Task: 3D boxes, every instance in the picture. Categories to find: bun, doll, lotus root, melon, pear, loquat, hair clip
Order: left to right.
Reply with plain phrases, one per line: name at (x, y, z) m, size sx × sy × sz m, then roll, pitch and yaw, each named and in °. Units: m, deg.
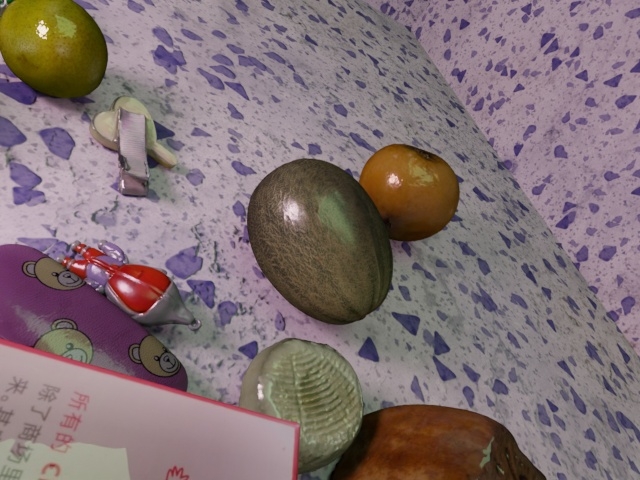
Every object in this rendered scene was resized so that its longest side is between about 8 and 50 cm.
pear at (-0.476, -0.370, 0.821) m, size 0.180 × 0.216 × 0.166 m, roll 16°, pitch 29°, yaw 20°
doll at (-0.275, 0.072, 0.674) m, size 0.227 × 0.075 × 0.102 m, roll 28°, pitch 52°, yaw -2°
hair clip at (-0.348, -0.183, 0.870) m, size 0.159 × 0.071 × 0.219 m, roll 9°, pitch 53°, yaw -40°
bun at (-0.032, 0.244, 0.688) m, size 0.195 × 0.118 × 0.195 m, roll 19°, pitch 47°, yaw -22°
melon at (0.000, 0.000, 0.860) m, size 0.248 × 0.248 × 0.329 m, roll -16°, pitch 68°, yaw -49°
loquat at (0.226, -0.127, 1.182) m, size 0.263 × 0.263 × 0.263 m, roll 24°, pitch 40°, yaw -22°
lotus root at (0.185, 0.403, 0.655) m, size 0.316 × 0.250 × 0.316 m, roll 25°, pitch 48°, yaw -31°

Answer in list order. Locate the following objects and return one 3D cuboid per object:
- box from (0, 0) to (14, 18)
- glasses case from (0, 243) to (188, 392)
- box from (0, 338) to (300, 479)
box at (-0.661, -0.509, 0.888) m, size 0.250 × 0.103 × 0.180 m, roll 37°, pitch 37°, yaw -9°
glasses case at (-0.313, 0.125, 0.584) m, size 0.316 × 0.076 × 0.123 m, roll 39°, pitch 37°, yaw -4°
box at (-0.218, 0.285, 0.322) m, size 0.312 × 0.300 × 0.314 m, roll 25°, pitch 40°, yaw -21°
